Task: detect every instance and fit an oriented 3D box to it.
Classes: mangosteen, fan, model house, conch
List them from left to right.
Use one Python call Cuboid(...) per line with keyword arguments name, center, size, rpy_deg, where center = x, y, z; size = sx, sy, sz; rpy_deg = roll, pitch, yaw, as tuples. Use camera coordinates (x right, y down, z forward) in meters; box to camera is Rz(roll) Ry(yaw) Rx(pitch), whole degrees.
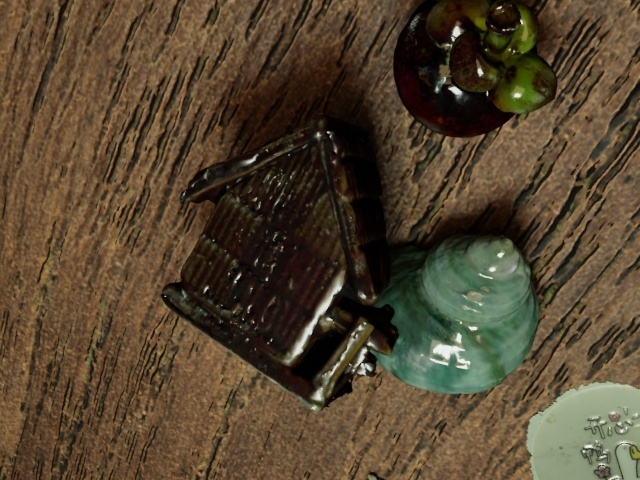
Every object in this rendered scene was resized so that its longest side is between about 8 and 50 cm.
Cuboid(name="model house", center=(0.000, 0.000, 0.990), size=(0.297, 0.317, 0.282), rpy_deg=(26, 96, 16))
Cuboid(name="conch", center=(0.162, 0.081, 1.044), size=(0.220, 0.195, 0.277), rpy_deg=(63, 145, 19))
Cuboid(name="mangosteen", center=(0.167, -0.189, 0.922), size=(0.184, 0.173, 0.172), rpy_deg=(41, 138, 50))
Cuboid(name="fan", center=(0.429, 0.373, 1.150), size=(0.233, 0.012, 0.414), rpy_deg=(-18, 104, 23))

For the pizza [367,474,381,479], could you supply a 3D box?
Cuboid(name="pizza", center=(0.021, 0.431, 1.281), size=(0.195, 0.052, 0.185), rpy_deg=(6, 109, 16))
